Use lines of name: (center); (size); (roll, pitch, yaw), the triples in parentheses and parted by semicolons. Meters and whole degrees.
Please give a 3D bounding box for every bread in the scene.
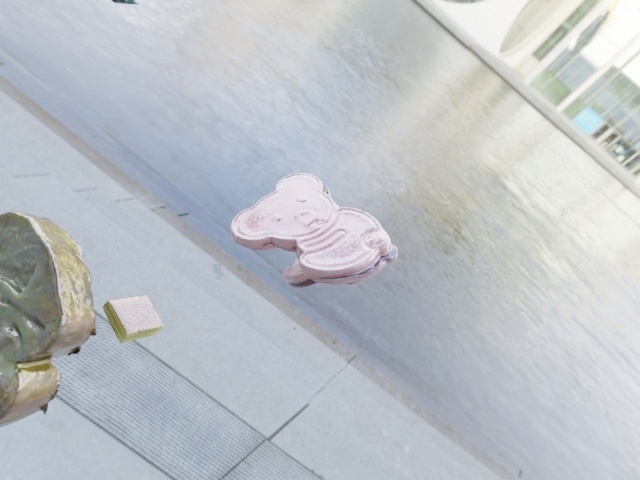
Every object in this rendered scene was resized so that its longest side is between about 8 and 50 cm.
bread: (-0.389, 0.160, 0.909); (0.090, 0.035, 0.094); (54, 25, 18)

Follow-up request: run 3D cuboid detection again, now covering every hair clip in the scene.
hair clip: (-0.005, -0.010, 0.425); (0.123, 0.138, 0.102); (-40, 110, -29)

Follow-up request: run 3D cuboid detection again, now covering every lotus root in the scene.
lotus root: (-0.590, 0.134, 0.788); (0.375, 0.390, 0.111); (21, -2, 19)

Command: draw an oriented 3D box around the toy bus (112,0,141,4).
toy bus: (-0.179, -0.252, 0.180); (0.165, 0.276, 0.133); (5, 76, 0)
